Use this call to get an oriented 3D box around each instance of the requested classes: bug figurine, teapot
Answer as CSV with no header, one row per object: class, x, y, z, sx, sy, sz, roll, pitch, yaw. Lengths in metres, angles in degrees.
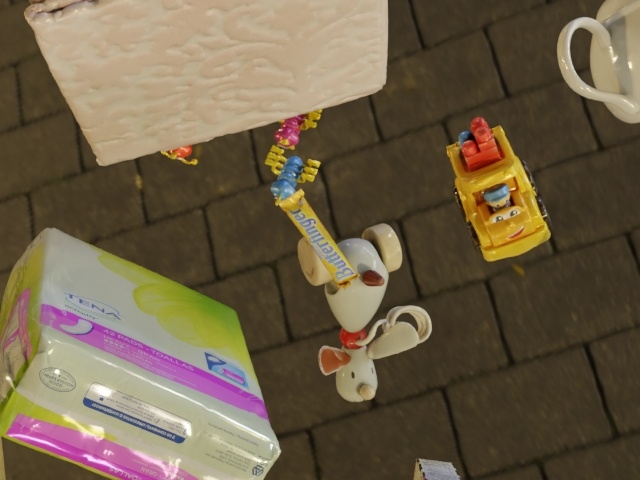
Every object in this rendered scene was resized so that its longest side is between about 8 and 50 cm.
bug figurine,-0.123,-0.179,1.890,0.279,0.072,0.216,23,59,5
teapot,0.465,-0.293,1.535,0.253,0.256,0.187,-34,95,22

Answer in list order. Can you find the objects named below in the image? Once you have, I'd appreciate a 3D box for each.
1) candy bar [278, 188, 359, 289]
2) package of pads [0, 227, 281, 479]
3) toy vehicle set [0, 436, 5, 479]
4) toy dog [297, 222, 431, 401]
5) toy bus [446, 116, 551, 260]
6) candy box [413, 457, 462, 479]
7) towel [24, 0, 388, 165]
candy bar,0.000,0.000,1.621,0.040,0.018,0.161,-34,94,5
package of pads,-0.175,0.109,0.992,0.101,0.229,0.296,-60,19,10
toy vehicle set,-0.390,0.237,0.965,0.035,0.267,0.165,-26,65,30
toy dog,0.076,0.129,1.822,0.220,0.333,0.161,-32,31,-7
toy bus,0.309,-0.107,1.992,0.150,0.211,0.220,-20,42,7
candy box,0.191,0.468,1.842,0.071,0.233,0.159,9,92,0
towel,-0.096,-0.192,1.102,0.332,0.317,0.053,-14,69,-3
